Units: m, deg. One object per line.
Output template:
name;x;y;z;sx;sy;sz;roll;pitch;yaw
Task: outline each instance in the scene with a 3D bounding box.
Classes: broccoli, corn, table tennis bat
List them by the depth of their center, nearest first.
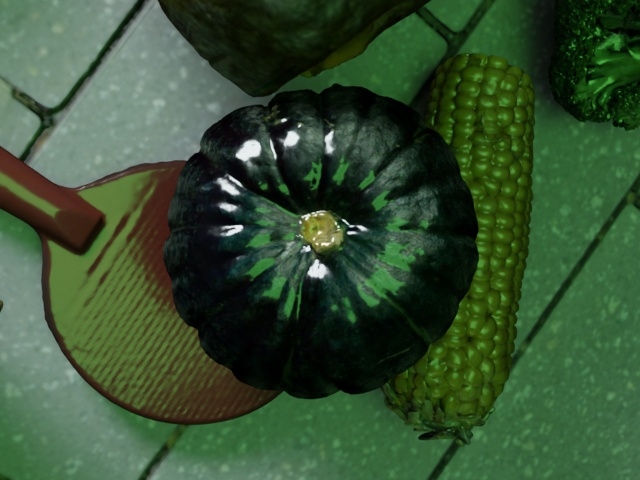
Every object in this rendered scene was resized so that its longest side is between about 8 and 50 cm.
table tennis bat;-0.133;0.021;0.702;0.310;0.038;0.200;35;84;-20
corn;0.115;0.007;0.747;0.115;0.115;0.317;8;95;-19
broccoli;0.273;-0.167;0.753;0.195;0.156;0.195;-26;147;-18

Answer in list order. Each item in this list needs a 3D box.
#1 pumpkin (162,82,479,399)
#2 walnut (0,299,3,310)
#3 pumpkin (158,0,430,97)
pumpkin;0.000;0.000;0.641;0.221;0.162;0.220;0;84;-1
walnut;-0.341;0.095;0.570;0.298;0.203;0.203;-24;105;-15
pumpkin;0.000;-0.265;0.592;0.303;0.256;0.225;-39;112;7
